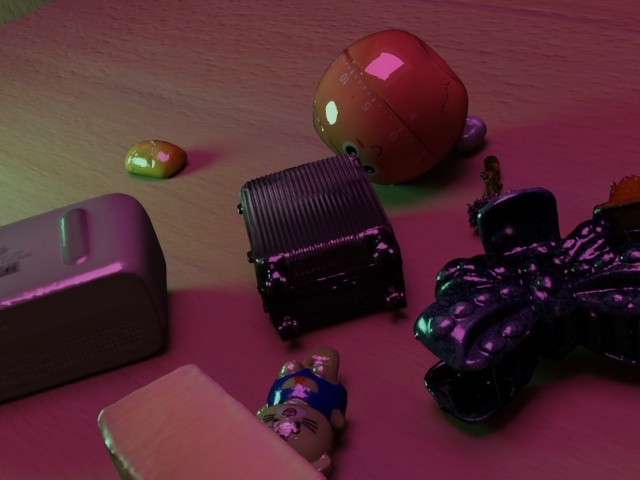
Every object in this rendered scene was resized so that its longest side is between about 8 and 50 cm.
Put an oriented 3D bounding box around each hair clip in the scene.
[{"bbox_3d":[0.250,0.069,1.230,0.310,0.195,0.206,-15,36,-2],"label":"hair clip"}]

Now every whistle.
[{"bbox_3d":[-0.018,0.191,1.238,0.105,0.085,0.227,4,33,14],"label":"whistle"}]

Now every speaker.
[{"bbox_3d":[-0.410,0.095,1.499,0.406,0.183,0.184,-17,35,-3],"label":"speaker"}]

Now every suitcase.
[{"bbox_3d":[0.000,0.000,1.515,0.202,0.128,0.312,-15,28,-1],"label":"suitcase"}]

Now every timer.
[{"bbox_3d":[0.106,-0.201,1.702,0.215,0.229,0.230,-44,24,17],"label":"timer"}]

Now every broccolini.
[{"bbox_3d":[0.248,-0.068,1.618,0.067,0.058,0.216,-7,20,10],"label":"broccolini"}]

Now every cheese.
[{"bbox_3d":[-0.060,0.270,0.934,0.123,0.266,0.242,-28,32,-19],"label":"cheese"}]

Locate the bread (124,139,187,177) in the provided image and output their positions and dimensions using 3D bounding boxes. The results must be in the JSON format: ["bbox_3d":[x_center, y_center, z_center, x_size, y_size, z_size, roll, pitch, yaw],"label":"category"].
[{"bbox_3d":[-0.300,-0.153,1.994,0.115,0.056,0.082,11,39,39],"label":"bread"}]

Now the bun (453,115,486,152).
[{"bbox_3d":[0.231,-0.169,1.786,0.083,0.045,0.083,-12,32,8],"label":"bun"}]

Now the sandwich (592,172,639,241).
[{"bbox_3d":[0.464,-0.044,1.439,0.235,0.079,0.159,-19,19,-15],"label":"sandwich"}]
